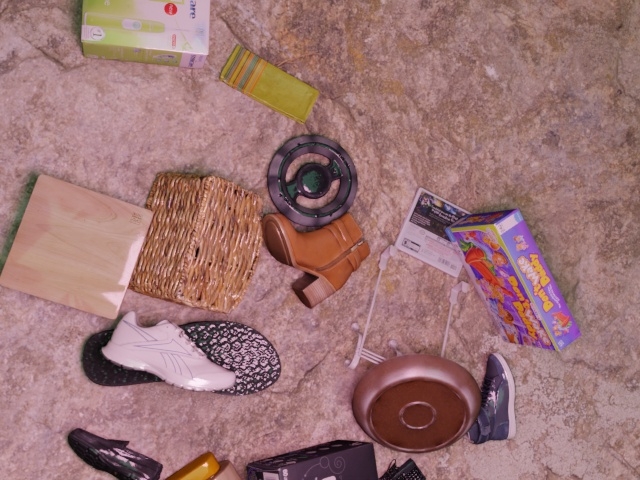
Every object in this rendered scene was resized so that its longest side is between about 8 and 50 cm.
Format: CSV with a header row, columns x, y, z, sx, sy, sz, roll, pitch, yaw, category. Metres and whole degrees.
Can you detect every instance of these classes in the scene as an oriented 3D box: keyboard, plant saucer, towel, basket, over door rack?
x,y,z,sx,sy,sz,roll,pitch,yaw,category
0.170,0.621,1.835,0.192,0.038,0.100,-38,95,-15,keyboard
0.230,0.403,1.769,0.311,0.050,0.310,1,120,1,plant saucer
-0.124,-0.385,1.843,0.237,0.021,0.102,27,80,-11,towel
-0.282,0.006,1.735,0.214,0.223,0.298,21,79,-45,basket
0.211,0.211,1.849,0.240,0.108,0.324,26,69,-13,over door rack

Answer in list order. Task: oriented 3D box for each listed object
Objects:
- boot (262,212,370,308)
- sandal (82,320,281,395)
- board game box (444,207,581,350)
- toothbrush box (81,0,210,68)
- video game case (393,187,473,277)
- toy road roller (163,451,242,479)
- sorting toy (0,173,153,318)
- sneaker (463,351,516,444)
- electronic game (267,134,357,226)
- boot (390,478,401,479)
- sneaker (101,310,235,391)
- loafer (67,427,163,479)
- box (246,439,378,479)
x,y,z,sx,sy,sz,roll,pitch,yaw,category
0.000,0.000,1.769,0.220,0.109,0.283,-41,118,-21,boot
-0.312,0.262,1.714,0.446,0.107,0.167,4,86,-2,sandal
0.469,0.096,1.837,0.078,0.233,0.347,-32,98,-18,board game box
-0.404,-0.527,1.729,0.284,0.122,0.206,3,85,-16,toothbrush box
0.304,-0.020,1.927,0.191,0.022,0.173,26,80,-11,video game case
-0.294,0.637,1.606,0.330,0.240,0.202,-32,95,-15,toy road roller
-0.539,0.018,1.665,0.257,0.089,0.255,19,81,-11,sorting toy
0.407,0.405,1.888,0.164,0.086,0.226,-5,88,-18,sneaker
-0.018,-0.147,1.838,0.230,0.048,0.229,1,87,-15,electronic game
0.172,0.770,1.758,0.260,0.131,0.347,41,66,-22,boot
-0.319,0.244,1.610,0.297,0.111,0.129,20,81,-1,sneaker
-0.459,0.482,1.669,0.223,0.076,0.078,31,43,-4,loafer
-0.010,0.562,1.689,0.271,0.143,0.165,-4,83,-37,box
